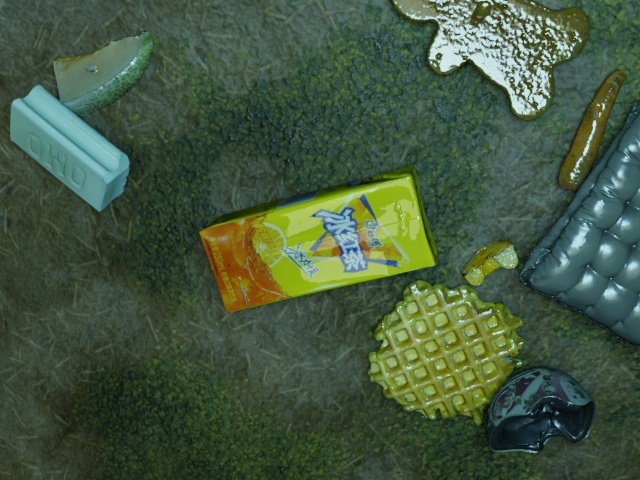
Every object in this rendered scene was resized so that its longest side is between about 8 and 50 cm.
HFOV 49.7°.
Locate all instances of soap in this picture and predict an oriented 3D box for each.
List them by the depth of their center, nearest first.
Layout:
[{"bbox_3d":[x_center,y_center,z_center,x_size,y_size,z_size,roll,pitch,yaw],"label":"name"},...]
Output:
[{"bbox_3d":[-0.419,-0.151,1.158,0.198,0.066,0.119,39,146,-1],"label":"soap"}]

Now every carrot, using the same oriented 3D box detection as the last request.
[{"bbox_3d":[0.404,-0.163,1.031,0.047,0.047,0.191,19,102,6],"label":"carrot"}]

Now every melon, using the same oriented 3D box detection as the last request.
[{"bbox_3d":[-0.355,-0.280,1.153,0.182,0.054,0.098,-14,87,14],"label":"melon"}]

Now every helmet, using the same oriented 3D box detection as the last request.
[{"bbox_3d":[0.345,0.264,1.116,0.177,0.107,0.153,-17,139,10],"label":"helmet"}]

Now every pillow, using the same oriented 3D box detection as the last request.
[{"bbox_3d":[0.472,-0.019,1.000,0.228,0.101,0.326,29,102,-3],"label":"pillow"}]

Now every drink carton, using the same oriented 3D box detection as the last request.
[{"bbox_3d":[0.000,0.000,1.120,0.351,0.111,0.154,-14,103,13],"label":"drink carton"}]

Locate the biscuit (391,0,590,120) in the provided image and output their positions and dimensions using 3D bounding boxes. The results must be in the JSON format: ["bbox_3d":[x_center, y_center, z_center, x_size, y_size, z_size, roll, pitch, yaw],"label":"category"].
[{"bbox_3d":[0.236,-0.322,1.015,0.301,0.049,0.197,31,100,1],"label":"biscuit"}]

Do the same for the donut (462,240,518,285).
[{"bbox_3d":[0.271,0.040,1.101,0.083,0.067,0.038,-47,113,-14],"label":"donut"}]

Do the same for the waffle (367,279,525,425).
[{"bbox_3d":[0.209,0.191,1.162,0.245,0.052,0.254,22,108,3],"label":"waffle"}]
